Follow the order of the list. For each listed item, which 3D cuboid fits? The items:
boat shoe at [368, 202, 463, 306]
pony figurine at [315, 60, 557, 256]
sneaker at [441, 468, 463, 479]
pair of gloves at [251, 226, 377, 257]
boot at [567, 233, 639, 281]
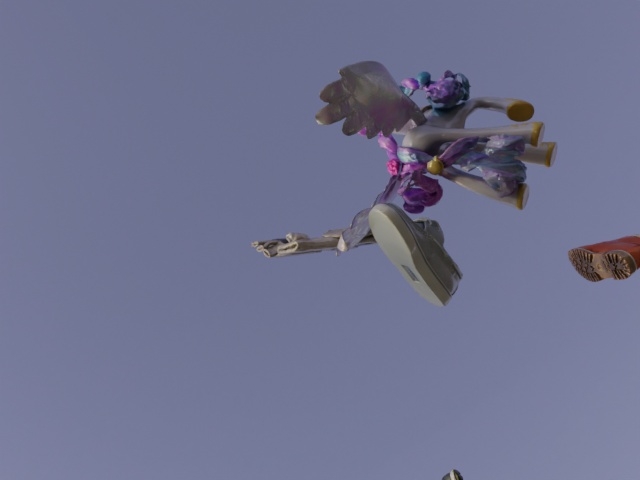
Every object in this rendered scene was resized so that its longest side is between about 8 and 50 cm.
[{"bbox_3d":[0.151,0.007,1.338,0.081,0.079,0.227,-51,-51,-17],"label":"boat shoe"},{"bbox_3d":[0.166,-0.150,1.397,0.363,0.351,0.303,13,-59,23],"label":"pony figurine"},{"bbox_3d":[0.230,0.430,1.471,0.031,0.083,0.035,16,-40,-43],"label":"sneaker"},{"bbox_3d":[0.000,0.000,1.555,0.204,0.240,0.042,-6,-92,-23],"label":"pair of gloves"},{"bbox_3d":[0.473,0.024,1.415,0.084,0.158,0.059,-32,-77,-20],"label":"boot"}]
